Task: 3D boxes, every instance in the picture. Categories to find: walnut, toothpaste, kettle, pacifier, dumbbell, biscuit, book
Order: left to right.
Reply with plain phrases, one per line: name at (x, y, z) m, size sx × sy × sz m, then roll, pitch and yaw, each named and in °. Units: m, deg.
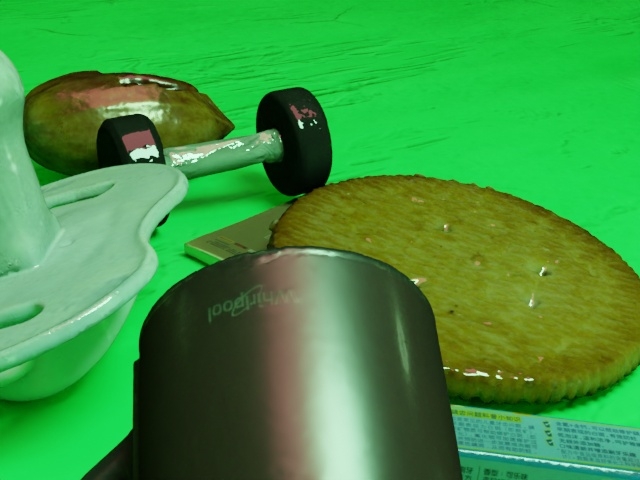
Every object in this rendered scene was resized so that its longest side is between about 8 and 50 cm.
pacifier at (-0.216, -0.023, 0.677) m, size 0.238 × 0.226 × 0.287 m, roll -10°, pitch 22°, yaw 11°
walnut at (-0.182, -0.109, 0.987) m, size 0.207 × 0.116 × 0.116 m, roll -2°, pitch 26°, yaw -15°
dumbbell at (-0.091, -0.074, 0.919) m, size 0.191 × 0.100 × 0.100 m, roll -14°, pitch 31°, yaw -23°
kettle at (-0.028, 0.138, 0.429) m, size 0.202 × 0.144 × 0.232 m, roll -10°, pitch 48°, yaw 4°
book at (0.000, 0.000, 0.897) m, size 0.138 × 0.016 × 0.198 m, roll 23°, pitch 31°, yaw 34°
biscuit at (0.107, 0.030, 0.810) m, size 0.305 × 0.038 × 0.305 m, roll 8°, pitch 30°, yaw -4°
toothpaste at (0.086, 0.131, 0.583) m, size 0.266 × 0.065 × 0.050 m, roll 6°, pitch 26°, yaw 3°
